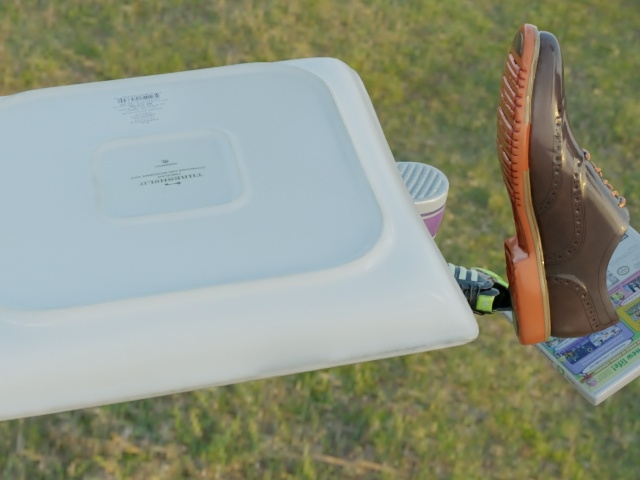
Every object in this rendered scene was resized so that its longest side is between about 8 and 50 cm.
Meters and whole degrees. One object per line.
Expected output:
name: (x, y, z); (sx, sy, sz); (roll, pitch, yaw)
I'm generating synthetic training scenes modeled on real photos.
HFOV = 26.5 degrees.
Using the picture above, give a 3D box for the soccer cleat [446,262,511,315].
soccer cleat: (0.155, 0.057, 1.535); (0.179, 0.060, 0.072); (1, 19, -42)

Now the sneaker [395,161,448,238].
sneaker: (0.001, 0.001, 1.538); (0.282, 0.161, 0.102); (0, 43, -16)

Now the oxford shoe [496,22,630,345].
oxford shoe: (0.198, -0.047, 1.107); (0.098, 0.271, 0.097); (-6, 24, 3)

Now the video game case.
video game case: (0.358, 0.084, 1.699); (0.212, 0.023, 0.193); (-31, 53, -16)

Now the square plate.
square plate: (-0.106, -0.028, 0.922); (0.347, 0.049, 0.344); (-8, 38, -9)
